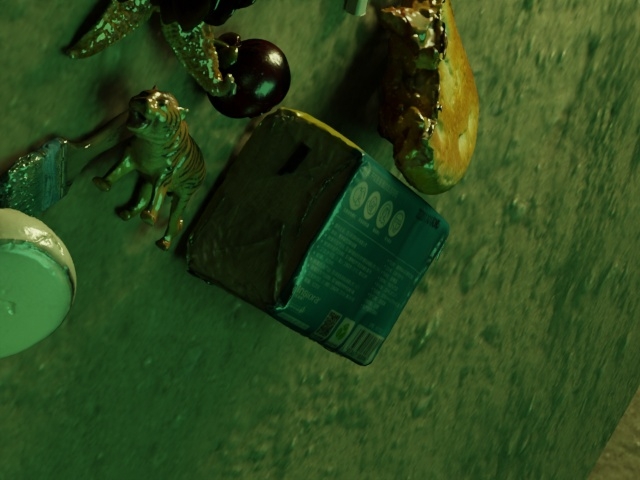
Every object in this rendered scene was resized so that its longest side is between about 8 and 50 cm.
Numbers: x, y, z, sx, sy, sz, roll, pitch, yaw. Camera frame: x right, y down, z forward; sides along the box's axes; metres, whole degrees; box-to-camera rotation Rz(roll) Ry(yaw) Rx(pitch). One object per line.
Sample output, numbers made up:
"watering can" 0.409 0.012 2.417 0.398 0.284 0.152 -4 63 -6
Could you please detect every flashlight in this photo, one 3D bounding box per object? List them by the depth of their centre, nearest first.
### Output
"flashlight" 0.042 -0.262 1.821 0.018 0.018 0.083 -29 140 -46

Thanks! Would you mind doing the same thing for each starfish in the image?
"starfish" -0.094 -0.241 1.574 0.295 0.048 0.231 -60 142 -10

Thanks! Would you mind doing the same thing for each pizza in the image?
"pizza" 0.106 -0.163 1.931 0.289 0.081 0.228 -51 138 -67

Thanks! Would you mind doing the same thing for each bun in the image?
"bun" -0.268 0.024 1.479 0.138 0.094 0.138 -12 133 -13

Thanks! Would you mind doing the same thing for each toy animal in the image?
"toy animal" -0.139 -0.059 1.639 0.099 0.057 0.241 -56 164 -9

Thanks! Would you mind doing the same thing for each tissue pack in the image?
"tissue pack" 0.000 0.000 1.873 0.192 0.134 0.271 -60 154 -4

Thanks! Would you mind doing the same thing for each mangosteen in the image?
"mangosteen" -0.066 -0.150 1.678 0.081 0.081 0.081 -41 148 -34

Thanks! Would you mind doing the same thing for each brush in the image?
"brush" -0.202 -0.072 1.573 0.196 0.021 0.070 -37 147 -40

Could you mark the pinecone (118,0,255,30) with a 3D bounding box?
"pinecone" -0.092 -0.306 1.336 0.246 0.246 0.292 -48 134 -25
